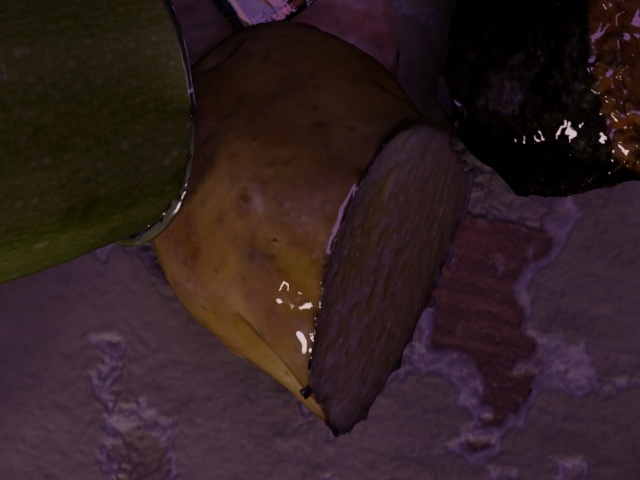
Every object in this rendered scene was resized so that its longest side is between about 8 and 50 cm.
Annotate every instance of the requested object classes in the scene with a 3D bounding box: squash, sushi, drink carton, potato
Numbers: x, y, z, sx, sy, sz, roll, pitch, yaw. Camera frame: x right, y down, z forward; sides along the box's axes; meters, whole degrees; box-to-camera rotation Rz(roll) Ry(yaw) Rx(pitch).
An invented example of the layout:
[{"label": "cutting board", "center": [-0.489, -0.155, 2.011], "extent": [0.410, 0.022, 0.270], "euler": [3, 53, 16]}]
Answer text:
[{"label": "squash", "center": [-0.295, -0.081, 1.004], "extent": [0.384, 0.263, 0.263], "euler": [-17, 102, -40]}, {"label": "sushi", "center": [0.242, -0.200, 1.229], "extent": [0.234, 0.208, 0.348], "euler": [21, 70, -43]}, {"label": "drink carton", "center": [-0.080, -0.252, 1.225], "extent": [0.071, 0.056, 0.165], "euler": [-40, 105, -13]}, {"label": "potato", "center": [-0.037, -0.026, 1.180], "extent": [0.237, 0.301, 0.288], "euler": [22, 79, 21]}]
